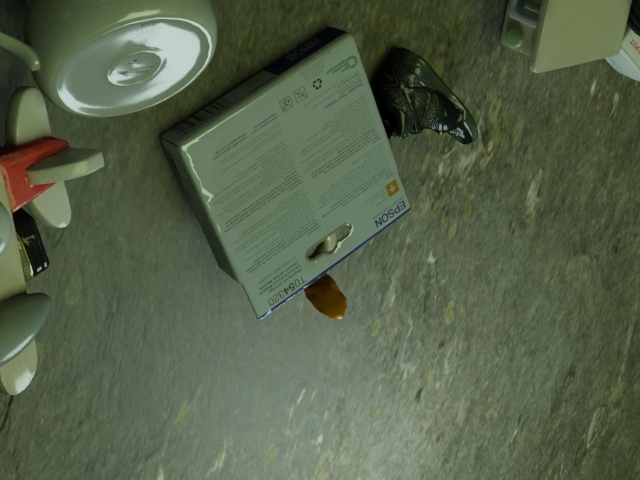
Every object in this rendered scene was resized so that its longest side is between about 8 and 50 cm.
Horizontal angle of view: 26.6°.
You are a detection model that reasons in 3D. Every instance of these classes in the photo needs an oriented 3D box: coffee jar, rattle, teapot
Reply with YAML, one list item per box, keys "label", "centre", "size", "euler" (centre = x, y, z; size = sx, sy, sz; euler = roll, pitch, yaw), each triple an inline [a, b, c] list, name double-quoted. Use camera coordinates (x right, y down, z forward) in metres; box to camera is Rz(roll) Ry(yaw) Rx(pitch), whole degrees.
- label: "coffee jar"
  centre: [-0.450, 0.035, 1.777]
  size: [0.184, 0.079, 0.096]
  euler: [-32, 133, -24]
- label: "rattle"
  centre: [0.000, 0.000, 2.124]
  size: [0.130, 0.143, 0.199]
  euler: [12, 115, -26]
- label: "teapot"
  centre: [-0.264, -0.284, 1.671]
  size: [0.252, 0.187, 0.256]
  euler: [-30, 158, 14]

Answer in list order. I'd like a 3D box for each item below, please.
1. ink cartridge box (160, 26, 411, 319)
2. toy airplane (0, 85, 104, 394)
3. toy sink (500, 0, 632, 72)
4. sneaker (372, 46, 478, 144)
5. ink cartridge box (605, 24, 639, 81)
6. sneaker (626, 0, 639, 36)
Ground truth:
- label: "ink cartridge box"
  centre: [-0.042, -0.100, 2.037]
  size: [0.324, 0.071, 0.330]
  euler: [-35, 126, -21]
- label: "toy airplane"
  centre: [-0.419, -0.037, 1.595]
  size: [0.386, 0.272, 0.384]
  euler: [31, 83, -37]
- label: "toy sink"
  centre: [0.391, -0.381, 2.233]
  size: [0.234, 0.131, 0.153]
  euler: [-18, 127, -39]
- label: "sneaker"
  centre: [0.160, -0.199, 2.177]
  size: [0.130, 0.087, 0.227]
  euler: [-52, 135, 0]
- label: "ink cartridge box"
  centre: [0.591, -0.411, 2.424]
  size: [0.218, 0.092, 0.158]
  euler: [-55, 138, 3]
- label: "sneaker"
  centre: [0.559, -0.462, 2.293]
  size: [0.104, 0.295, 0.147]
  euler: [6, 147, -13]
